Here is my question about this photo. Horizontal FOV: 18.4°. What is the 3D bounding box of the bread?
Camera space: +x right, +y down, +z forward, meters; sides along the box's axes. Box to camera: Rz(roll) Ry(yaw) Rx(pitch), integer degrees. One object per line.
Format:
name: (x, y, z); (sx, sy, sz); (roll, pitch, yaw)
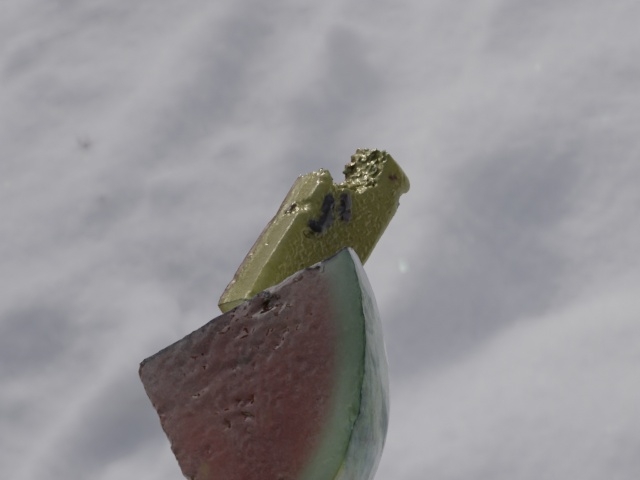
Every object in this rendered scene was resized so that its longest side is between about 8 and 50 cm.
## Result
bread: (0.000, 0.000, 1.687); (0.049, 0.088, 0.226); (-17, 34, 48)

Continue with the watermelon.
watermelon: (-0.032, 0.131, 1.392); (0.176, 0.256, 0.260); (-9, 57, -25)
